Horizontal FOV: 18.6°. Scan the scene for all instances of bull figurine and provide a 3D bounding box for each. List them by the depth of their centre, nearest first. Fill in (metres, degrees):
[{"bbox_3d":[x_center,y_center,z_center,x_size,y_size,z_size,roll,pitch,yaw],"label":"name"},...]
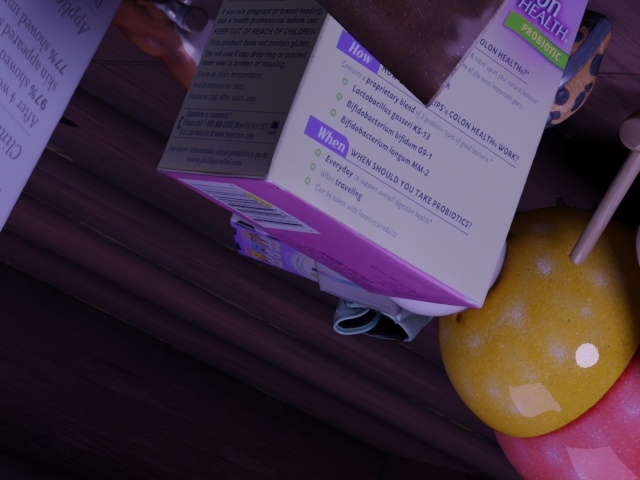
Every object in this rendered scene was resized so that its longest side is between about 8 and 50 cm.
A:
[{"bbox_3d":[-0.044,-0.146,1.610,0.310,0.101,0.188,28,171,-28],"label":"bull figurine"}]

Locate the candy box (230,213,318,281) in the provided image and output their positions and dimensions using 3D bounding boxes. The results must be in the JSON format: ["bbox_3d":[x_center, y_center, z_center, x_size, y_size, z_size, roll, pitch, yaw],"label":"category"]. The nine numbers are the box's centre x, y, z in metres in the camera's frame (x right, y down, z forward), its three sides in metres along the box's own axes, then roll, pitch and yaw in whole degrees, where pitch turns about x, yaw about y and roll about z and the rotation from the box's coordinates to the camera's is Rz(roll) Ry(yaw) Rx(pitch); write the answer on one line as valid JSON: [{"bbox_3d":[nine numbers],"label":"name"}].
[{"bbox_3d":[0.000,0.000,2.293,0.196,0.070,0.165,20,168,5],"label":"candy box"}]

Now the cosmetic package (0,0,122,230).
[{"bbox_3d":[-0.406,-0.153,1.410,0.327,0.393,0.329,14,158,30],"label":"cosmetic package"}]

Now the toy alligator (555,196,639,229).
[{"bbox_3d":[0.277,-0.008,1.843,0.051,0.056,0.190,-28,148,15],"label":"toy alligator"}]

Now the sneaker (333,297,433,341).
[{"bbox_3d":[0.026,0.012,2.028,0.256,0.151,0.094,26,156,32],"label":"sneaker"}]

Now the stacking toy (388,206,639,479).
[{"bbox_3d":[0.225,0.078,1.696,0.480,0.350,0.351,36,162,-29],"label":"stacking toy"}]

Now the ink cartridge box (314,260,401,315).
[{"bbox_3d":[0.059,-0.030,1.846,0.093,0.154,0.212,19,169,8],"label":"ink cartridge box"}]

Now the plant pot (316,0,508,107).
[{"bbox_3d":[0.026,-0.222,0.994,0.230,0.215,0.215,36,168,0],"label":"plant pot"}]

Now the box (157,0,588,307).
[{"bbox_3d":[0.041,-0.109,1.301,0.213,0.243,0.117,30,166,-39],"label":"box"}]

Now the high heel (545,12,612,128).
[{"bbox_3d":[0.141,-0.131,1.503,0.093,0.186,0.261,45,-165,-17],"label":"high heel"}]

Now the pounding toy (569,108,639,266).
[{"bbox_3d":[0.308,0.013,1.567,0.154,0.269,0.155,-20,-164,-38],"label":"pounding toy"}]
